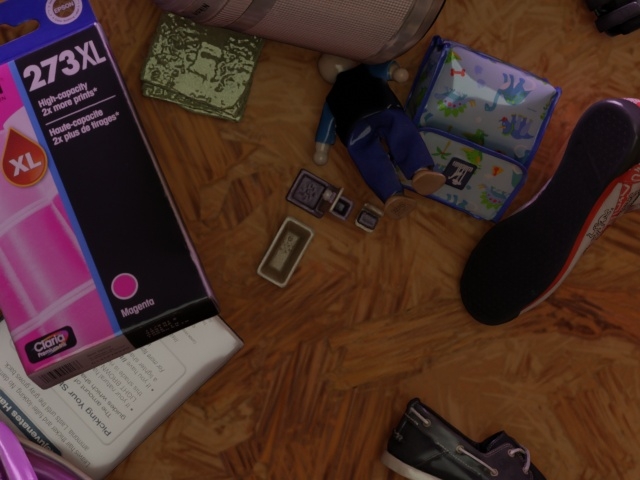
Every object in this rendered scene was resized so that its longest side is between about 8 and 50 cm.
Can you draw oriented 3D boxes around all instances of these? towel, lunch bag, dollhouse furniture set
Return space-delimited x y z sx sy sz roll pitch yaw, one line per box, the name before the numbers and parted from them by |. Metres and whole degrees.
towel | -0.106 -0.195 1.764 0.110 0.027 0.148 18 88 -9
lunch bag | 0.143 -0.105 1.779 0.128 0.096 0.151 22 102 -9
dollhouse furniture set | 0.000 0.000 1.756 0.091 0.081 0.114 30 86 -9

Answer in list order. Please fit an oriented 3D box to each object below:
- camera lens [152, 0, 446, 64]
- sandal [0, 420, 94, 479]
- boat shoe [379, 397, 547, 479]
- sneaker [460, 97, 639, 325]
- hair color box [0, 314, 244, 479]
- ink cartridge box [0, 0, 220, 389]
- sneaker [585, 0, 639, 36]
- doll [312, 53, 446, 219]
camera lens | -0.022 -0.288 1.657 0.274 0.219 0.219 11 89 -25
sandal | -0.326 0.197 1.557 0.416 0.102 0.169 36 68 7
boat shoe | 0.177 0.228 1.789 0.233 0.084 0.079 24 87 -6
sneaker | 0.257 -0.023 1.794 0.090 0.145 0.270 47 118 27
hair color box | -0.256 0.151 1.701 0.347 0.105 0.174 -43 95 -7
ink cartridge box | -0.240 -0.067 1.651 0.175 0.069 0.371 -24 71 -1
sneaker | 0.254 -0.276 1.785 0.295 0.104 0.147 1 85 -14
doll | 0.043 -0.110 1.740 0.129 0.046 0.189 -41 59 23
